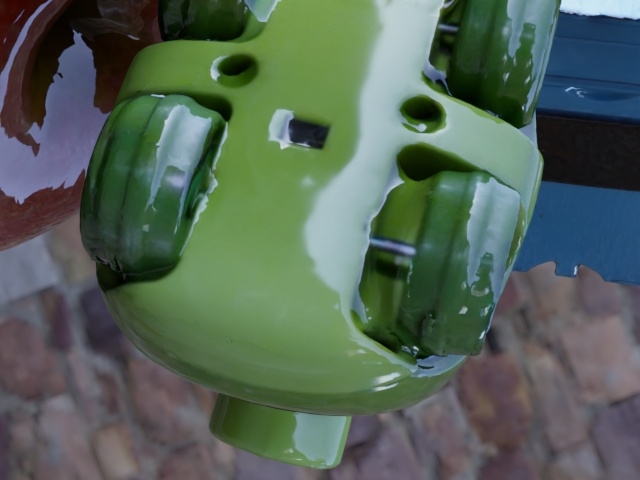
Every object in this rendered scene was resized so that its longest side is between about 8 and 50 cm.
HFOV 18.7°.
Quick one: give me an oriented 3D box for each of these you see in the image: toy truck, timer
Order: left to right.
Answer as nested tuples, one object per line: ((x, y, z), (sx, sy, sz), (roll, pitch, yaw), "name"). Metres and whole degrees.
((0.004, -0.020, 0.701), (0.210, 0.148, 0.187), (79, 25, -73), "toy truck")
((0.168, -0.078, 1.215), (0.250, 0.232, 0.091), (93, 5, -48), "timer")

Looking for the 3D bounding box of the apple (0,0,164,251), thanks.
((-0.162, -0.126, 0.792), (0.216, 0.260, 0.260), (32, -17, 19), "apple")
